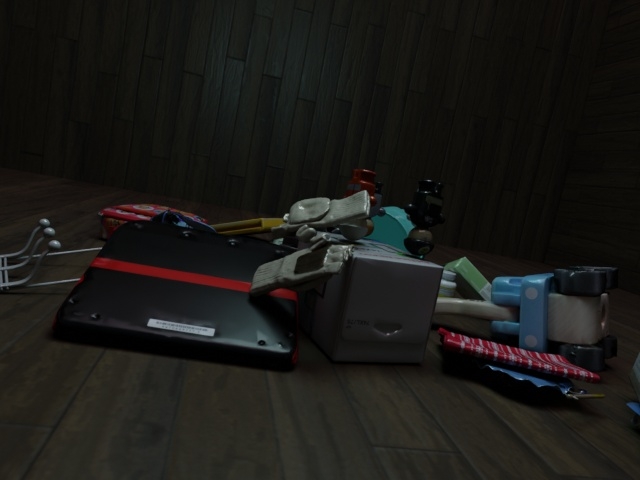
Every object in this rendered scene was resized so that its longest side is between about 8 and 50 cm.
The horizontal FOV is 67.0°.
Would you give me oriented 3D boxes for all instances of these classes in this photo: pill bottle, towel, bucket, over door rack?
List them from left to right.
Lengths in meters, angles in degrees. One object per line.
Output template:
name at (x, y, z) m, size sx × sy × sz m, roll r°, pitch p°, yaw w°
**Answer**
over door rack at (-0.525, 0.030, 1.016) m, size 0.324 × 0.108 × 0.239 m, roll 6°, pitch 10°, yaw -35°
bucket at (0.198, 0.019, 1.591) m, size 0.281 × 0.281 × 0.183 m, roll 14°, pitch 9°, yaw 22°
pill bottle at (0.358, 0.148, 1.406) m, size 0.065 × 0.116 × 0.065 m, roll 12°, pitch 7°, yaw -1°
towel at (0.373, 0.224, 0.962) m, size 0.275 × 0.031 × 0.199 m, roll 11°, pitch -4°, yaw 12°

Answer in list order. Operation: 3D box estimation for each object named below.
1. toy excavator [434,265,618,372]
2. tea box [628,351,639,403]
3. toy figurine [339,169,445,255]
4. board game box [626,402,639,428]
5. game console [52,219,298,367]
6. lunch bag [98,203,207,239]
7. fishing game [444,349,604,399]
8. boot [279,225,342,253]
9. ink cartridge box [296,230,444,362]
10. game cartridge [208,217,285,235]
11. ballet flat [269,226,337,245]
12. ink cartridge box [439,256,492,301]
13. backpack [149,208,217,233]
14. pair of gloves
toy excavator at (0.442, 0.173, 1.179) m, size 0.445 × 0.222 × 0.433 m, roll -1°, pitch -1°, yaw 40°
tea box at (0.709, 0.231, 0.752) m, size 0.323 × 0.220 × 0.329 m, roll 25°, pitch 11°, yaw 26°
toy figurine at (0.153, -0.053, 1.025) m, size 0.213 × 0.148 × 0.209 m, roll 11°, pitch 1°, yaw 10°
board game box at (0.575, 0.320, 0.769) m, size 0.133 × 0.033 × 0.168 m, roll 17°, pitch 10°, yaw -2°
game console at (-0.229, 0.087, 0.896) m, size 0.387 × 0.060 × 0.342 m, roll 10°, pitch 31°, yaw -8°
lunch bag at (-0.526, -0.034, 1.504) m, size 0.293 × 0.120 × 0.258 m, roll 11°, pitch 11°, yaw 12°
fishing game at (0.378, 0.258, 0.917) m, size 0.189 × 0.041 × 0.264 m, roll 15°, pitch -3°, yaw -42°
boot at (-0.094, 0.040, 1.129) m, size 0.338 × 0.222 × 0.118 m, roll 8°, pitch 9°, yaw -22°
ink cartridge box at (0.077, 0.106, 0.989) m, size 0.198 × 0.197 × 0.270 m, roll 8°, pitch 8°, yaw -24°
game cartridge at (-0.258, -0.048, 1.930) m, size 0.285 × 0.052 × 0.324 m, roll -6°, pitch -2°, yaw 27°
ballet flat at (0.000, 0.000, 1.938) m, size 0.409 × 0.147 × 0.147 m, roll 8°, pitch 8°, yaw -15°
ink cartridge box at (0.443, 0.143, 1.504) m, size 0.171 × 0.056 × 0.235 m, roll 47°, pitch -14°, yaw 2°
backpack at (-0.344, 0.020, 1.210) m, size 0.173 × 0.158 × 0.117 m, roll 22°, pitch -20°, yaw -40°
pair of gloves at (-0.020, -0.006, 0.890) m, size 0.204 × 0.042 × 0.240 m, roll -10°, pitch 39°, yaw 28°
